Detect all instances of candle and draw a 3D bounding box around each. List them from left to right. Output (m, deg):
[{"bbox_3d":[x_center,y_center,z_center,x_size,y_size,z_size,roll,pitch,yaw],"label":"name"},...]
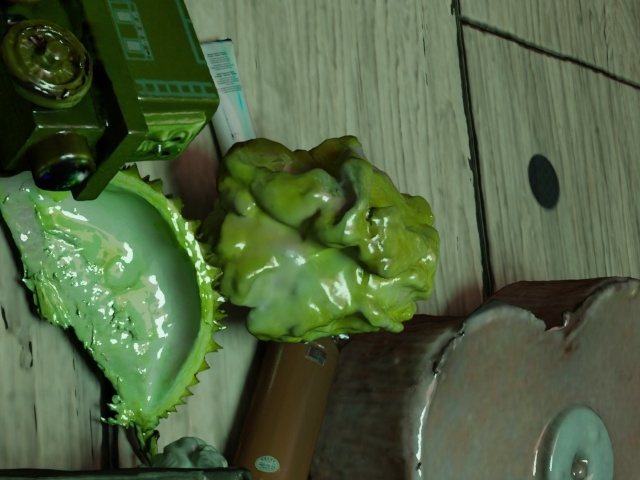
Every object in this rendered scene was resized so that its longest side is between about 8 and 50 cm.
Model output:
[{"bbox_3d":[0.137,0.168,1.064,0.317,0.131,0.287,-16,97,-42],"label":"candle"}]

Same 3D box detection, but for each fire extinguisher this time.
[{"bbox_3d":[-0.024,0.103,0.947,0.062,0.050,0.177,21,55,-9],"label":"fire extinguisher"}]

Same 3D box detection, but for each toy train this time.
[{"bbox_3d":[-0.136,-0.126,0.817,0.137,0.090,0.226,-3,64,-39],"label":"toy train"}]

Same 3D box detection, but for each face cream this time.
[{"bbox_3d":[-0.055,-0.074,0.988,0.038,0.020,0.115,-16,90,-43],"label":"face cream"}]

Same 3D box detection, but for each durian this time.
[{"bbox_3d":[-0.109,0.029,0.866,0.100,0.086,0.215,-31,101,-16],"label":"durian"}]

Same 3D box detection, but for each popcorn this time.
[{"bbox_3d":[0.000,0.000,0.925,0.126,0.145,0.126,-55,158,-66],"label":"popcorn"}]

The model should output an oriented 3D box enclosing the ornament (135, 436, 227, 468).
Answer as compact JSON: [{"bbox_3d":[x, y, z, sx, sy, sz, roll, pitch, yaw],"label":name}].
[{"bbox_3d":[-0.021,0.225,0.851,0.285,0.120,0.130,45,48,-34],"label":"ornament"}]

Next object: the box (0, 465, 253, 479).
[{"bbox_3d":[-0.104,0.214,0.661,0.149,0.155,0.231,71,18,-81],"label":"box"}]
